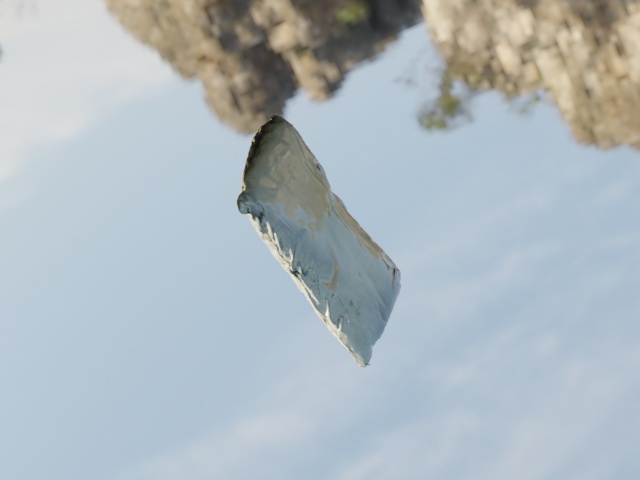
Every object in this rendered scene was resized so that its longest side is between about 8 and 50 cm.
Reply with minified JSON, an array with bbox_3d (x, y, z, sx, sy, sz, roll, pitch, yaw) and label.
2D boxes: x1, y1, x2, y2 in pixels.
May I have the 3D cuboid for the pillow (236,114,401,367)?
[{"bbox_3d":[0.000,0.000,1.580,0.051,0.229,0.128,-15,-141,31],"label":"pillow"}]
